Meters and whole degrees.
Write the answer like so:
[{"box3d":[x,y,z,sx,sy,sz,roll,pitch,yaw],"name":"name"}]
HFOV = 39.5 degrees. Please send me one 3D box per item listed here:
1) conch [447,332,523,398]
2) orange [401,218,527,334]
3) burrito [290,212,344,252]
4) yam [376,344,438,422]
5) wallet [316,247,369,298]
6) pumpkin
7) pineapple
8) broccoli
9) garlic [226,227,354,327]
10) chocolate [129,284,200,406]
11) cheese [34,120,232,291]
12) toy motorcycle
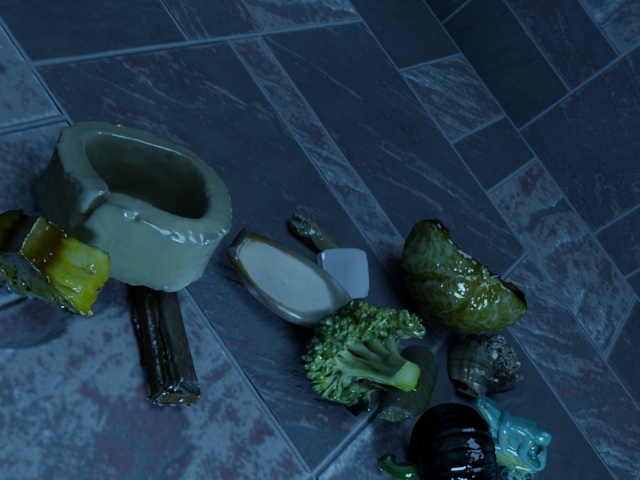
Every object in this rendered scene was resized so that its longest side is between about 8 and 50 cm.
[{"box3d":[0.421,0.324,2.299,0.178,0.163,0.245,33,40,31],"name":"conch"},{"box3d":[0.345,0.113,2.292,0.368,0.210,0.271,36,7,-18],"name":"orange"},{"box3d":[0.001,0.000,2.122,0.188,0.045,0.058,36,51,-30],"name":"burrito"},{"box3d":[0.199,0.336,1.997,0.106,0.106,0.259,47,32,-9],"name":"yam"},{"box3d":[0.053,0.080,2.096,0.183,0.032,0.124,-2,86,-54],"name":"wallet"},{"box3d":[0.244,0.467,1.855,0.248,0.248,0.248,33,37,-29],"name":"pumpkin"},{"box3d":[-0.448,0.028,1.395,0.236,0.186,0.114,21,60,-13],"name":"pineapple"},{"box3d":[0.113,0.250,1.817,0.263,0.243,0.247,-9,106,-32],"name":"broccoli"},{"box3d":[-0.069,0.094,1.878,0.318,0.112,0.143,37,60,-23],"name":"garlic"},{"box3d":[-0.283,0.143,1.604,0.102,0.065,0.329,16,46,-43],"name":"chocolate"},{"box3d":[-0.334,-0.067,1.593,0.332,0.153,0.292,17,34,-23],"name":"cheese"},{"box3d":[0.433,0.471,2.084,0.296,0.198,0.109,40,39,-17],"name":"toy motorcycle"}]
